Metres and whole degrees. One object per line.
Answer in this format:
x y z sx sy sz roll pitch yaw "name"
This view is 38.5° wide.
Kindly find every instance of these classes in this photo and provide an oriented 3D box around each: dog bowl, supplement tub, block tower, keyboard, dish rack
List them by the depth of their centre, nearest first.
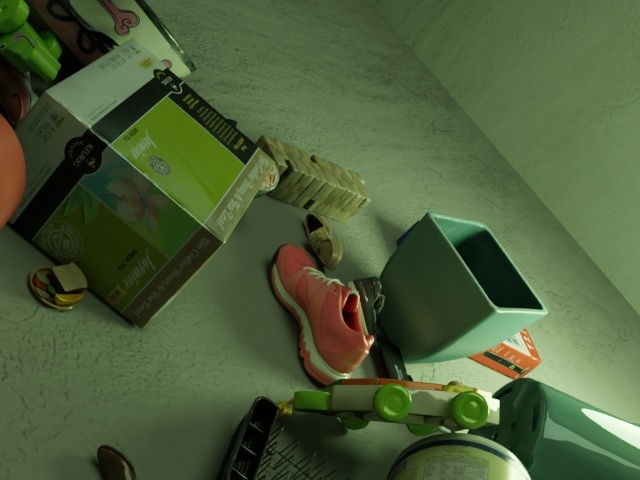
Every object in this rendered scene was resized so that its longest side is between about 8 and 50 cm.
-0.028 0.371 1.287 0.271 0.074 0.208 41 26 -10 "dish rack"
0.190 0.455 1.301 0.235 0.235 0.325 41 26 -8 "supplement tub"
-0.410 -0.419 1.645 0.408 0.150 0.408 49 -1 1 "dog bowl"
0.152 0.269 1.761 0.108 0.023 0.180 40 25 -39 "keyboard"
-0.030 -0.129 2.007 0.335 0.091 0.097 16 39 -45 "block tower"

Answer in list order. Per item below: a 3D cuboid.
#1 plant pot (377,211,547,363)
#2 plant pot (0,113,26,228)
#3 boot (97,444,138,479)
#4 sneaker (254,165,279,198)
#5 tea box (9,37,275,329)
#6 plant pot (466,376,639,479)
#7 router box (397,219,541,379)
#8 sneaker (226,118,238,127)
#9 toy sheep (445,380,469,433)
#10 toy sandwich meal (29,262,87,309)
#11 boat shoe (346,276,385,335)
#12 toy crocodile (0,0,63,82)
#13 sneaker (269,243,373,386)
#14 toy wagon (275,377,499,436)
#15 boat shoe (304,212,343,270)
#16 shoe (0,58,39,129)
0.258 0.124 1.872 0.248 0.252 0.247 7 44 -52 "plant pot"
-0.484 -0.067 1.060 0.275 0.275 0.243 43 17 -5 "plant pot"
-0.261 0.305 1.082 0.106 0.037 0.114 48 30 10 "boot"
-0.234 -0.135 1.699 0.302 0.121 0.108 20 59 -27 "sneaker"
-0.285 -0.100 1.427 0.323 0.220 0.329 41 26 -8 "tea box"
0.453 0.434 1.661 0.334 0.341 0.341 29 29 -13 "plant pot"
0.351 0.142 2.184 0.301 0.082 0.335 27 31 -34 "router box"
-0.201 -0.203 1.900 0.089 0.051 0.170 19 32 -32 "sneaker"
0.254 0.321 1.752 0.091 0.132 0.091 -1 36 1 "toy sheep"
-0.366 0.061 1.286 0.085 0.029 0.085 35 27 -21 "toy sandwich meal"
0.097 0.128 1.746 0.206 0.065 0.075 70 -2 -61 "boat shoe"
-0.524 -0.362 1.509 0.340 0.105 0.115 48 -2 33 "toy crocodile"
0.014 0.111 1.661 0.116 0.136 0.314 19 35 -43 "sneaker"
0.101 0.261 1.445 0.344 0.267 0.068 7 74 -9 "toy wagon"
0.000 0.000 1.900 0.059 0.063 0.170 28 21 -28 "boat shoe"
-0.512 -0.240 1.483 0.081 0.063 0.178 20 30 -39 "shoe"
